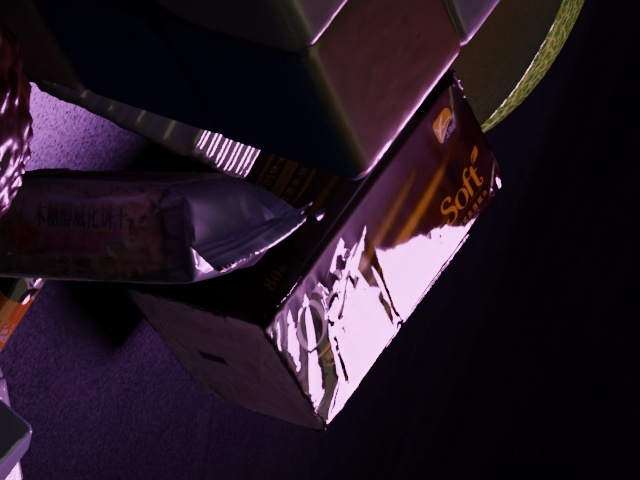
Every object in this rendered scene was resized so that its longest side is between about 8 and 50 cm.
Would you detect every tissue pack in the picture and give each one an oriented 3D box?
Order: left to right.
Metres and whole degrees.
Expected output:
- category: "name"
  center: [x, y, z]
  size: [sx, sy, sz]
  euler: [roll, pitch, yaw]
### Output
- category: "tissue pack"
  center: [0.000, 0.000, 1.956]
  size: [0.370, 0.210, 0.198]
  euler: [-54, 138, -25]

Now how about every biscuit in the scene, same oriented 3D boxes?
- category: "biscuit"
  center: [-0.170, -0.013, 1.415]
  size: [0.186, 0.309, 0.079]
  euler: [-20, 109, -65]

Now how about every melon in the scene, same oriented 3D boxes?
- category: "melon"
  center: [0.162, -0.238, 2.179]
  size: [0.331, 0.226, 0.344]
  euler: [-123, -130, -62]

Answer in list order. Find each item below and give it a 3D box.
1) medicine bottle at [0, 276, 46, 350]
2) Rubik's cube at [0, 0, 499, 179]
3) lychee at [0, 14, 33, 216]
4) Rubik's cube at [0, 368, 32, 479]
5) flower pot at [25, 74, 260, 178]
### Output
- category: "medicine bottle"
  center: [-0.307, 0.080, 1.577]
  size: [0.092, 0.061, 0.221]
  euler: [41, 77, -46]
- category: "Rubik's cube"
  center: [-0.064, -0.298, 1.111]
  size: [0.344, 0.346, 0.347]
  euler: [-52, 141, -24]
- category: "lychee"
  center: [-0.295, -0.075, 1.110]
  size: [0.260, 0.260, 0.261]
  euler: [-51, 158, -29]
- category: "Rubik's cube"
  center: [-0.336, 0.151, 1.355]
  size: [0.213, 0.224, 0.265]
  euler: [-52, 168, 21]
- category: "flower pot"
  center: [-0.122, -0.178, 1.452]
  size: [0.190, 0.239, 0.209]
  euler: [-61, -167, 3]
